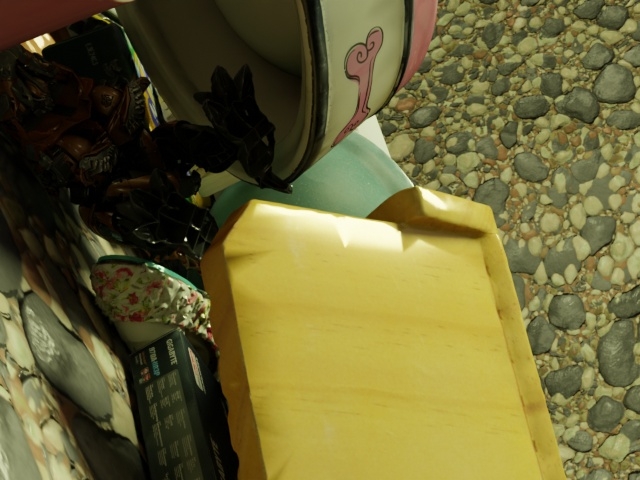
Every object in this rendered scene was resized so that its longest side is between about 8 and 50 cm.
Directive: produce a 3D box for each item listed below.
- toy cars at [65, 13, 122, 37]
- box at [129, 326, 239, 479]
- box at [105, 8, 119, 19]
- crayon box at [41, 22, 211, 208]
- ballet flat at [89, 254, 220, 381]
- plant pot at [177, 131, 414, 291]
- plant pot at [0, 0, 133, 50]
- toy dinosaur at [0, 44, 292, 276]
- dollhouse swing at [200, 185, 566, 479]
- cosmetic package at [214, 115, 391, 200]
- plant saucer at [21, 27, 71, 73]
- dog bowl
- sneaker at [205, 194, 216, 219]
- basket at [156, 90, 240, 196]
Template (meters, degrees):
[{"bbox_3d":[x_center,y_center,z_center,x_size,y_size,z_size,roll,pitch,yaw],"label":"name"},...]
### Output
[{"bbox_3d":[-0.275,-0.242,1.652,0.176,0.087,0.393,31,5,1],"label":"toy cars"},{"bbox_3d":[-0.073,0.196,0.950,0.175,0.051,0.220,59,3,-32],"label":"box"},{"bbox_3d":[-0.240,-0.333,1.458,0.262,0.126,0.231,34,3,30],"label":"box"},{"bbox_3d":[-0.200,-0.116,1.352,0.323,0.083,0.203,-90,160,-86],"label":"crayon box"},{"bbox_3d":[-0.127,0.077,1.058,0.241,0.091,0.077,43,49,-66],"label":"ballet flat"},{"bbox_3d":[-0.029,0.043,1.326,0.293,0.196,0.293,33,-44,38],"label":"plant pot"},{"bbox_3d":[-0.198,-0.194,0.712,0.201,0.180,0.201,-3,90,-68],"label":"plant pot"},{"bbox_3d":[-0.146,-0.058,1.038,0.322,0.164,0.218,23,-17,-40],"label":"toy dinosaur"},{"bbox_3d":[0.014,0.161,0.982,0.315,0.305,0.346,-42,-125,54],"label":"dollhouse swing"},{"bbox_3d":[0.000,0.000,1.524,0.284,0.097,0.377,-6,-73,54],"label":"cosmetic package"},{"bbox_3d":[-0.323,-0.247,1.376,0.200,0.037,0.200,59,2,-4],"label":"plant saucer"},{"bbox_3d":[-0.058,-0.259,1.056,0.408,0.150,0.408,47,-28,35],"label":"dog bowl"},{"bbox_3d":[-0.087,0.052,1.721,0.384,0.145,0.147,52,15,-1],"label":"sneaker"},{"bbox_3d":[-0.082,-0.143,1.287,0.103,0.167,0.113,61,4,-38],"label":"basket"}]
